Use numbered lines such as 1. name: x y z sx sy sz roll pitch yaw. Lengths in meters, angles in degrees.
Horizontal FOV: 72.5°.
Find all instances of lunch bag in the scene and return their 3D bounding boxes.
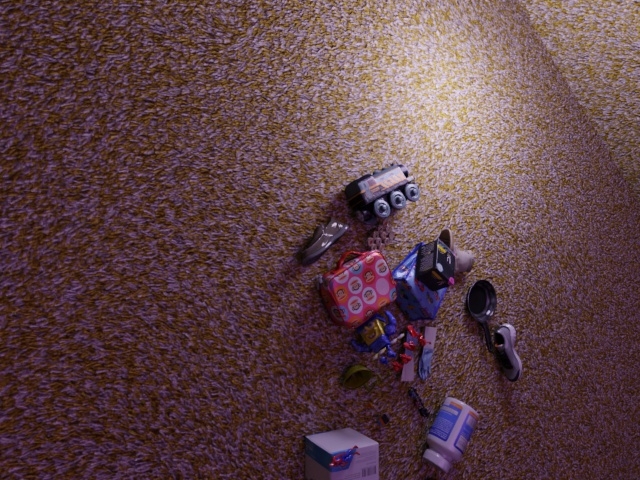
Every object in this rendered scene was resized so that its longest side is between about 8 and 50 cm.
1. lunch bag: 0.435 0.161 1.848 0.293 0.138 0.221 -45 105 -34
2. lunch bag: 0.139 0.168 1.673 0.293 0.120 0.258 -28 99 -28

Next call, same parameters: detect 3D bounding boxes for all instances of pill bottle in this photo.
1. pill bottle: 0.538 0.815 1.828 0.152 0.152 0.272 44 68 -19

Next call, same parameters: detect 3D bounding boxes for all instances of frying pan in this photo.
1. frying pan: 0.780 0.337 2.060 0.197 0.053 0.326 -33 104 -27

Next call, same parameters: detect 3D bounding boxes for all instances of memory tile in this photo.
1. memory tile: 0.247 -0.008 1.786 0.148 0.012 0.113 -50 132 -23

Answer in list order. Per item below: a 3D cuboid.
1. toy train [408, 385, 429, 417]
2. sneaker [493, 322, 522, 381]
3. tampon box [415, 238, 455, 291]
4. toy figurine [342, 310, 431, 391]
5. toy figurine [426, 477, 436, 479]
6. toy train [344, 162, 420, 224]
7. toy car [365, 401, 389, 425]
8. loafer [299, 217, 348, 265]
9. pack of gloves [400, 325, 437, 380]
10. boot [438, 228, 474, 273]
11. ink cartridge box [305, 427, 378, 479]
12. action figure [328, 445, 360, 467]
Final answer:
1. toy train: 0.411 0.682 1.840 0.036 0.027 0.158 -33 103 -16
2. sneaker: 0.876 0.536 2.073 0.108 0.100 0.271 -9 87 -29
3. tampon box: 0.465 0.099 1.760 0.120 0.101 0.161 39 45 -24
4. toy figurine: 0.217 0.395 1.699 0.191 0.217 0.362 24 118 -40
5. toy figurine: 0.501 1.105 1.795 0.210 0.148 0.213 34 73 -17
6. toy train: 0.256 -0.196 1.765 0.334 0.142 0.190 -28 90 -28
7. toy car: 0.222 0.688 1.738 0.040 0.060 0.122 -40 89 18
8. loafer: 0.000 0.000 1.637 0.087 0.094 0.251 44 55 7
9. pack of gloves: 0.407 0.476 1.855 0.195 0.046 0.231 15 82 -39
10. boot: 0.617 0.048 1.977 0.165 0.077 0.213 -6 94 -29
11. ink cartridge box: 0.072 0.838 1.537 0.198 0.197 0.269 3 84 -29
12. action figure: 0.076 0.709 1.424 0.115 0.030 0.038 -14 95 -28
